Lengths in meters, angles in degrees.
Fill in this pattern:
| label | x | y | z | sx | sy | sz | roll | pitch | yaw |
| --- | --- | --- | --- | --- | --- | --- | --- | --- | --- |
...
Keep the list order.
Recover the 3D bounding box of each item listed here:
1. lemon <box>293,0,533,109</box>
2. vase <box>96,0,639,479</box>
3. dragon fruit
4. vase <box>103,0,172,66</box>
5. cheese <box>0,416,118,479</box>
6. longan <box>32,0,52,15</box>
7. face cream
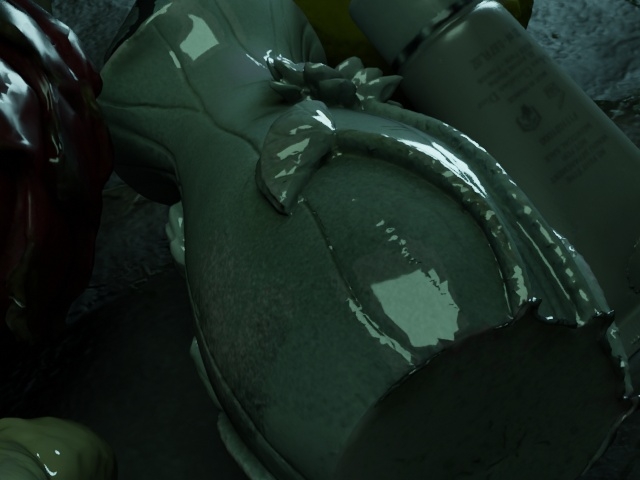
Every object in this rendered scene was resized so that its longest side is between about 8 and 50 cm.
| label | x | y | z | sx | sy | sz | roll | pitch | yaw |
| --- | --- | --- | --- | --- | --- | --- | --- | --- | --- |
| lemon | 0.061 | -0.197 | 1.270 | 0.248 | 0.184 | 0.184 | 26 | 55 | 37 |
| vase | 0.000 | 0.000 | 1.050 | 0.250 | 0.250 | 0.445 | -24 | 42 | -12 |
| dragon fruit | -0.293 | -0.041 | 1.077 | 0.329 | 0.329 | 0.329 | -6 | 44 | 6 |
| vase | -0.129 | -0.212 | 1.408 | 0.060 | 0.060 | 0.211 | 4 | 45 | 16 |
| cheese | -0.298 | 0.169 | 0.871 | 0.328 | 0.130 | 0.351 | 2 | 6 | 4 |
| longan | -0.334 | -0.185 | 1.308 | 0.246 | 0.246 | 0.215 | 20 | 77 | 29 |
| face cream | 0.147 | -0.071 | 1.111 | 0.143 | 0.089 | 0.314 | -37 | 82 | -28 |
